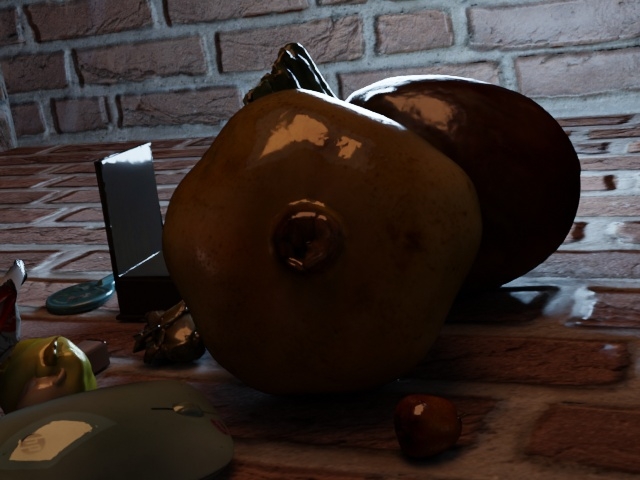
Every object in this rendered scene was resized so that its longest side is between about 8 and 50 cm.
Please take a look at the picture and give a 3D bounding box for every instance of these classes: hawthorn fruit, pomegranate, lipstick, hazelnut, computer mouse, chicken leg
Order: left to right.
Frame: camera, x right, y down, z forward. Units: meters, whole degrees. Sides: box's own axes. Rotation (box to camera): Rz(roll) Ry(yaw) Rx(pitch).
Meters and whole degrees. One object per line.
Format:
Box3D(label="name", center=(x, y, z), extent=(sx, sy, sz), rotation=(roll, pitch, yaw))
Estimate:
Box3D(label="lipstick", center=(-0.373, 0.190, 1.357), extent=(0.045, 0.045, 0.145), rotation=(4, 18, 28))
Box3D(label="computer mouse", center=(-0.233, 0.219, 1.001), extent=(0.288, 0.097, 0.159), rotation=(-15, 44, -31))
Box3D(label="chicken leg", center=(-0.229, 0.133, 1.445), extent=(0.125, 0.081, 0.196), rotation=(-21, 16, -1))
Box3D(label="pomegranate", center=(0.000, 0.000, 1.198), extent=(0.416, 0.417, 0.417), rotation=(-7, 16, 2))
Box3D(label="hawthorn fruit", center=(0.119, 0.207, 1.038), extent=(0.077, 0.077, 0.077), rotation=(-7, 16, 2))
Box3D(label="hazelnut", center=(0.200, -0.097, 1.500), extent=(0.420, 0.353, 0.421), rotation=(30, 4, -2))

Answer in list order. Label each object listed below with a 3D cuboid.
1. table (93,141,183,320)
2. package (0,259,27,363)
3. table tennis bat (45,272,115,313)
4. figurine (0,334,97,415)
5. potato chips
Box3D(label="table", center=(-0.223, -0.024, 1.611), extent=(0.250, 0.282, 0.196), rotation=(-1, 16, 21))
Box3D(label="package", center=(-0.435, 0.155, 1.158), extent=(0.071, 0.269, 0.194), rotation=(31, 5, -9))
Box3D(label="table tennis bat", center=(-0.425, 0.093, 1.760), extent=(0.124, 0.033, 0.201), rotation=(9, 27, 40))
Box3D(label="figurine", center=(-0.340, 0.206, 1.162), extent=(0.131, 0.156, 0.246), rotation=(19, 23, -25))
Box3D(label="potato chips", center=(-0.050, -0.103, 1.532), extent=(0.070, 0.429, 0.359), rotation=(13, 57, 27))
